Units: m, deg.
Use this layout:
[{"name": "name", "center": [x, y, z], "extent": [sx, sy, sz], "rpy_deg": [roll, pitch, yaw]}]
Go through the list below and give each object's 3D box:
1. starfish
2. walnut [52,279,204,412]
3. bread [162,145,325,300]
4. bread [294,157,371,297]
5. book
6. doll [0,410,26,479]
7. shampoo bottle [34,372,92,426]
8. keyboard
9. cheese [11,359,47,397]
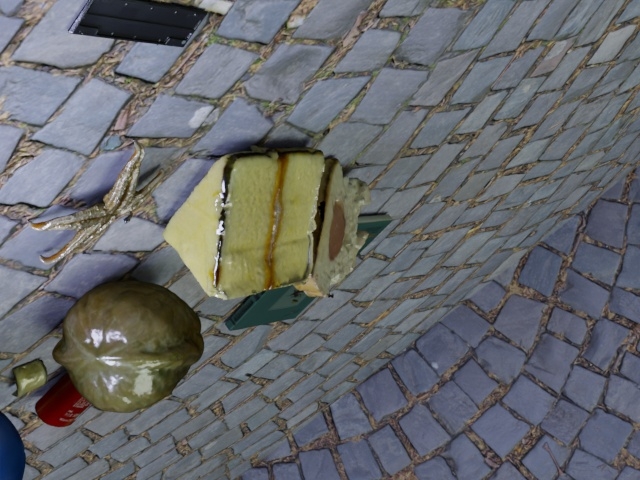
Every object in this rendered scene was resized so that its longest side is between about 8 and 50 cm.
[{"name": "starfish", "center": [-0.341, -0.044, 1.668], "extent": [0.247, 0.050, 0.138], "rpy_deg": [-39, 159, 1]}, {"name": "walnut", "center": [-0.337, 0.182, 1.938], "extent": [0.283, 0.227, 0.283], "rpy_deg": [0, -176, 0]}, {"name": "bread", "center": [-0.097, -0.040, 1.892], "extent": [0.263, 0.198, 0.236], "rpy_deg": [-12, 142, -53]}, {"name": "bread", "center": [0.011, -0.002, 2.106], "extent": [0.224, 0.211, 0.183], "rpy_deg": [-35, 154, 15]}, {"name": "book", "center": [-0.025, 0.072, 2.487], "extent": [0.379, 0.031, 0.264], "rpy_deg": [-45, 158, 26]}, {"name": "doll", "center": [-0.599, 0.324, 1.699], "extent": [0.240, 0.310, 0.284], "rpy_deg": [-28, 159, -26]}, {"name": "shampoo bottle", "center": [-0.426, 0.248, 2.158], "extent": [0.314, 0.076, 0.118], "rpy_deg": [-43, 159, 18]}, {"name": "keyboard", "center": [-0.226, -0.275, 1.380], "extent": [0.067, 0.011, 0.202], "rpy_deg": [-48, 157, 28]}, {"name": "cheese", "center": [-0.545, 0.265, 2.049], "extent": [0.060, 0.041, 0.084], "rpy_deg": [-23, 156, -38]}]
